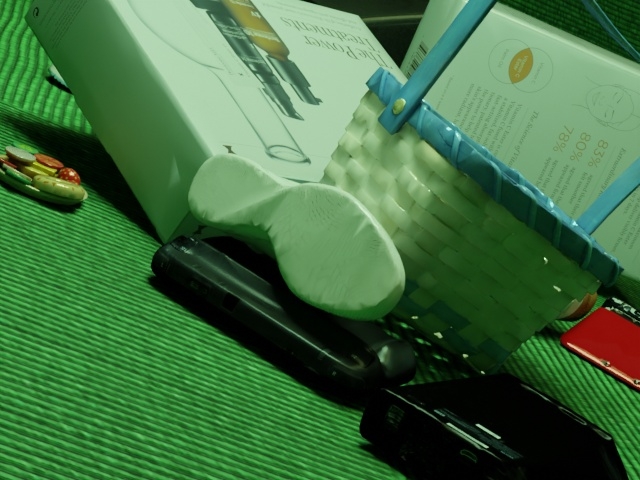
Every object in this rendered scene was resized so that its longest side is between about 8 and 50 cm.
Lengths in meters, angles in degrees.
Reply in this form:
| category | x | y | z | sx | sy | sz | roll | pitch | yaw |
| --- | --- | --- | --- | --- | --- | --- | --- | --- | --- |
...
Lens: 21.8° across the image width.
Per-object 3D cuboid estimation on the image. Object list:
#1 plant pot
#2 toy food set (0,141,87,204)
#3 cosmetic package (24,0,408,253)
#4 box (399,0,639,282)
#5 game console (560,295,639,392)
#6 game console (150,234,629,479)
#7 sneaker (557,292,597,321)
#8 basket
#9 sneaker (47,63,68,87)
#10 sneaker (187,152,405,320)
| category | x | y | z | sx | sy | sz | roll | pitch | yaw |
| --- | --- | --- | --- | --- | --- | --- | --- | --- | --- |
| plant pot | 0.056 | -0.261 | 2.334 | 0.167 | 0.188 | 0.187 | -2 | 26 | -35 |
| toy food set | -0.220 | -0.052 | 1.302 | 0.082 | 0.020 | 0.083 | 24 | 13 | -2 |
| cosmetic package | -0.042 | -0.111 | 1.490 | 0.377 | 0.097 | 0.284 | 5 | 44 | -48 |
| box | 0.256 | -0.122 | 1.871 | 0.345 | 0.215 | 0.168 | 22 | 14 | -11 |
| game console | 0.313 | 0.125 | 1.579 | 0.144 | 0.085 | 0.124 | 32 | -16 | 30 |
| game console | 0.043 | 0.089 | 1.171 | 0.361 | 0.044 | 0.213 | 31 | 13 | 26 |
| sneaker | 0.164 | -0.003 | 1.667 | 0.123 | 0.106 | 0.290 | 25 | 16 | -44 |
| basket | 0.141 | -0.061 | 1.316 | 0.255 | 0.289 | 0.201 | 38 | 11 | -38 |
| sneaker | -0.160 | -0.168 | 1.723 | 0.229 | 0.092 | 0.087 | 21 | 11 | -20 |
| sneaker | 0.000 | 0.000 | 1.205 | 0.212 | 0.080 | 0.094 | 34 | 3 | 43 |
